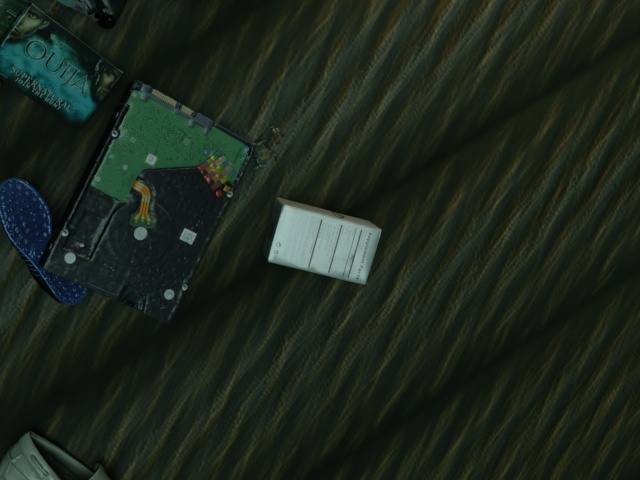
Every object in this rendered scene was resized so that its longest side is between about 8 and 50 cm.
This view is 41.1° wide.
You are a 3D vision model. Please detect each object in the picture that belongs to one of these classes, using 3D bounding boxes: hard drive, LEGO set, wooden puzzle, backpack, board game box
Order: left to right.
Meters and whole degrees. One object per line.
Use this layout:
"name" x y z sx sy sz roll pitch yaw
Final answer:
"board game box" -0.428 -0.278 1.378 0.186 0.026 0.126 36 92 -41
"backpack" -0.387 -0.430 1.352 0.182 0.115 0.152 25 75 -19
"hard drive" -0.283 -0.062 1.418 0.236 0.064 0.339 27 86 -27
"wooden puzzle" -0.173 -0.116 1.425 0.049 0.006 0.083 -40 112 -16
"LEGO set" -0.095 -0.161 1.503 0.083 0.023 0.054 -44 106 -14

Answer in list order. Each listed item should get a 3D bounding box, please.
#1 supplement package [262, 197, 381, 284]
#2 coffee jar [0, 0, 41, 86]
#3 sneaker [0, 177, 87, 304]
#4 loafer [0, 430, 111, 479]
"supplement package" 0.000 0.000 1.501 0.179 0.105 0.105 14 97 -12
"coffee jar" -0.530 -0.314 1.361 0.096 0.079 0.184 29 93 -40
"sneaker" -0.472 0.006 1.420 0.081 0.090 0.232 -32 107 -27
"loafer" -0.409 0.449 1.501 0.319 0.112 0.111 34 101 -13
